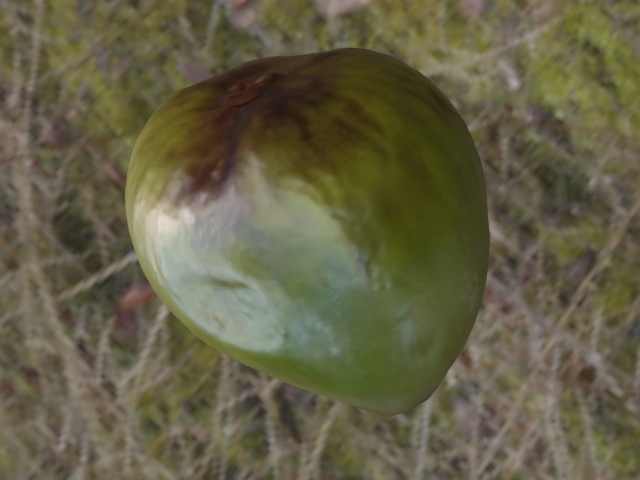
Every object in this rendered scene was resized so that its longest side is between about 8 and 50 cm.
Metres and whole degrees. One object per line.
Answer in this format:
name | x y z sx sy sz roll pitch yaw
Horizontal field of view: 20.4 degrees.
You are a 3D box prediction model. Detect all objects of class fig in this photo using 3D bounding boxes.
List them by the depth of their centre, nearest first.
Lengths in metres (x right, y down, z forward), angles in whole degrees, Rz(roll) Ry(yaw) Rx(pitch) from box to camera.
fig | -0.003 -0.010 0.672 0.120 0.136 0.153 76 174 -51
